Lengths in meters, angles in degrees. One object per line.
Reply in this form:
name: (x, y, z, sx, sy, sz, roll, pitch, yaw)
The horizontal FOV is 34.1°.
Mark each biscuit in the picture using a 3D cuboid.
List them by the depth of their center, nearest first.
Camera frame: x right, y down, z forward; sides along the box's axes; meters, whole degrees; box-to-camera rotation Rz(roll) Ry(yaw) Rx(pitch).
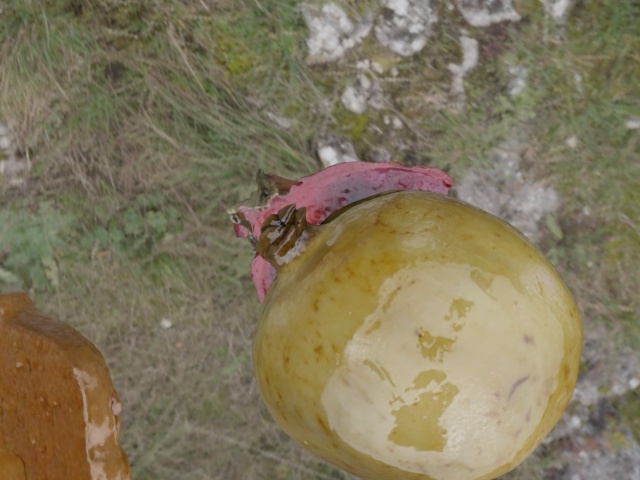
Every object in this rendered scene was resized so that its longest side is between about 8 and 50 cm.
biscuit: (-0.324, 0.282, 1.166, 0.078, 0.350, 0.455, 1, 75, -51)

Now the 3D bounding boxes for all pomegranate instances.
pomegranate: (0.088, 0.089, 0.927, 0.307, 0.307, 0.307, -9, 120, -16)

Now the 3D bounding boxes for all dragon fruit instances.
dragon fruit: (0.000, 0.000, 1.130, 0.212, 0.134, 0.262, 33, 92, -9)
